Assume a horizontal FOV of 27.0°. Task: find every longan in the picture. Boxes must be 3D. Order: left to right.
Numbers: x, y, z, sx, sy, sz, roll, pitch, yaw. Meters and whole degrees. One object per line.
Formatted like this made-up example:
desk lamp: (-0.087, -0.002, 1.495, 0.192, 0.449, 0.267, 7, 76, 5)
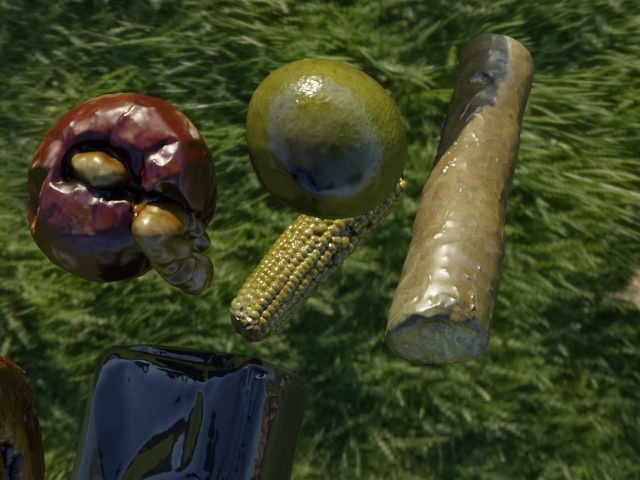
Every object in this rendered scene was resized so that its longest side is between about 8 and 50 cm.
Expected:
longan: (0.007, -0.100, 1.253, 0.145, 0.176, 0.155, -12, 123, 12)

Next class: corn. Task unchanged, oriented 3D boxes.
corn: (0.000, 0.000, 1.725, 0.097, 0.097, 0.320, 42, 73, -2)

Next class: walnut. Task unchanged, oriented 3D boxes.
walnut: (-0.206, -0.038, 1.523, 0.244, 0.269, 0.222, 39, 86, 10)

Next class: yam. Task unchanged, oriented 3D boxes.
yam: (0.101, -0.038, 0.909, 0.066, 0.300, 0.066, 9, 136, 8)

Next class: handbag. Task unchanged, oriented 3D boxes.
handbag: (-0.168, 0.287, 1.650, 0.275, 0.178, 0.302, 5, 79, 33)

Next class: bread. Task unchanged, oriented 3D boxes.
bread: (-0.285, 0.180, 1.117, 0.064, 0.193, 0.193, -9, 96, 8)
